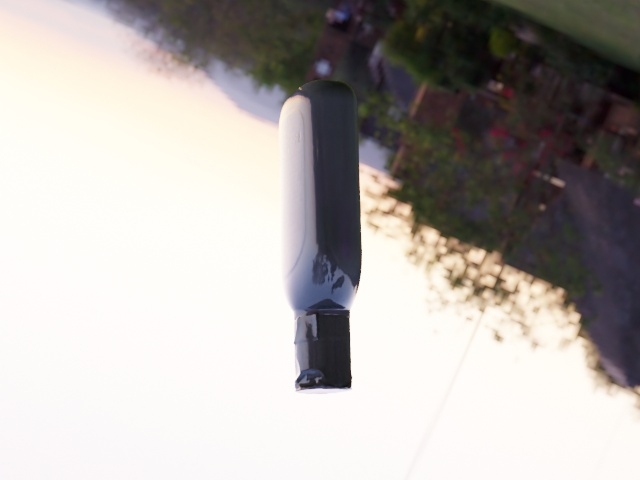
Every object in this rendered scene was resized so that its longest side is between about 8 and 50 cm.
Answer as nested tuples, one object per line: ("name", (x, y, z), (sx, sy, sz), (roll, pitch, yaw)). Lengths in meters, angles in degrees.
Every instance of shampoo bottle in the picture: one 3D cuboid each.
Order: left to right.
("shampoo bottle", (0.000, 0.000, 0.721), (0.040, 0.165, 0.080), (2, 167, -16))
